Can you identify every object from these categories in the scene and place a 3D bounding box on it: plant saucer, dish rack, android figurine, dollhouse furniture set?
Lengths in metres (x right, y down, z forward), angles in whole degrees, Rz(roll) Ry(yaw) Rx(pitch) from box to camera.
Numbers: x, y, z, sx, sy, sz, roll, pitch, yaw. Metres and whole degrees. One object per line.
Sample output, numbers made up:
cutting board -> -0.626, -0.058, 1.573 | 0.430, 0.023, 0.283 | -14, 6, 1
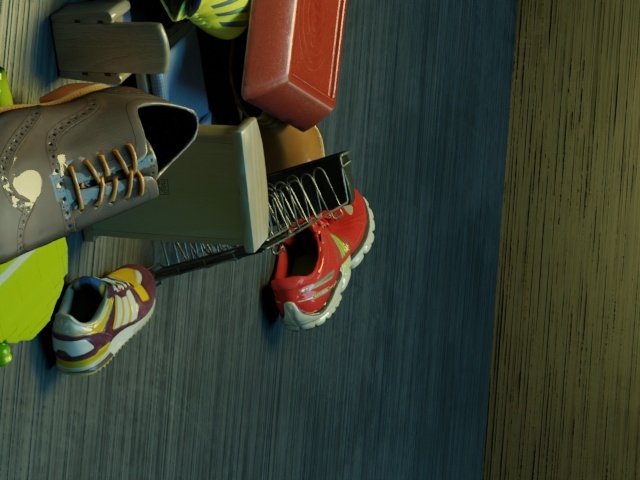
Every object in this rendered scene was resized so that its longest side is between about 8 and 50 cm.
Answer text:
plant saucer -> -0.019, -0.271, 2.009 | 0.259, 0.048, 0.258 | 19, 77, -73
dish rack -> -0.091, -0.021, 2.013 | 0.271, 0.208, 0.074 | -32, 103, -59
android figurine -> -0.306, -0.017, 1.593 | 0.248, 0.056, 0.272 | -58, 144, -57
dollhouse furniture set -> -0.124, -0.159, 1.886 | 0.303, 0.198, 0.286 | -54, 143, -59

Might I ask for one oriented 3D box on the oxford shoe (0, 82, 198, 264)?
oxford shoe -> -0.225, -0.068, 1.542 | 0.363, 0.133, 0.130 | -51, 137, -60

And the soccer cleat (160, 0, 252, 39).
soccer cleat -> -0.139, -0.274, 1.830 | 0.289, 0.093, 0.121 | 73, 34, -70

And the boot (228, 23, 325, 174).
boot -> -0.056, -0.159, 2.143 | 0.220, 0.109, 0.283 | -74, 160, -82

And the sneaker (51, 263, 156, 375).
sneaker -> -0.227, 0.063, 1.822 | 0.185, 0.070, 0.084 | -61, 154, -53

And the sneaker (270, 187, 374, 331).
sneaker -> 0.000, 0.000, 2.441 | 0.279, 0.107, 0.118 | -71, 147, -43
